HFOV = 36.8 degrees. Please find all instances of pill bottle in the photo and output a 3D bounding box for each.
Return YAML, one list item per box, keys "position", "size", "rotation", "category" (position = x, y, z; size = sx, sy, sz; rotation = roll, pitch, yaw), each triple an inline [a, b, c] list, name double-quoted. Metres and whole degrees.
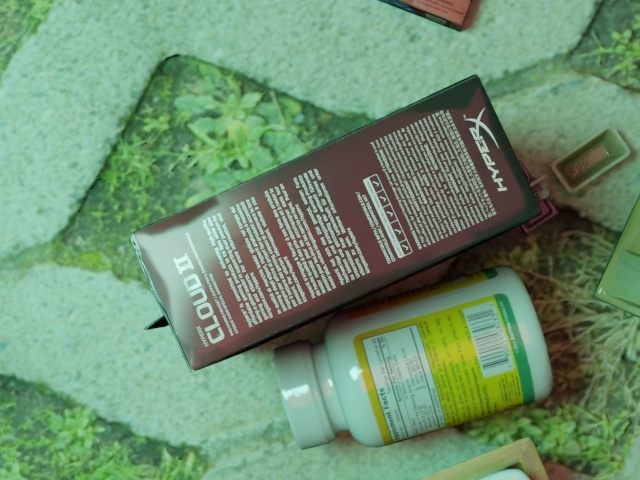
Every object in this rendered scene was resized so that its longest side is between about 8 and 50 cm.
- position: [0.072, 0.102, 0.788]
  size: [0.208, 0.117, 0.118]
  rotation: [-17, 86, 1]
  category: "pill bottle"

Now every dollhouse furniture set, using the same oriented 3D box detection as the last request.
- position: [0.200, -0.074, 0.808]
  size: [0.114, 0.081, 0.091]
  rotation: [-34, 86, 1]
  category: "dollhouse furniture set"

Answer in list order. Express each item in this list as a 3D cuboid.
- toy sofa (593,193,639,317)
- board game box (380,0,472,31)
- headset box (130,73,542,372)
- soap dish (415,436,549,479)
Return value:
- position: [0.320, 0.002, 0.660]
  size: [0.177, 0.362, 0.150]
  rotation: [24, 88, 11]
  category: "toy sofa"
- position: [0.021, -0.305, 0.857]
  size: [0.281, 0.027, 0.145]
  rotation: [22, 87, 4]
  category: "board game box"
- position: [0.000, 0.000, 0.747]
  size: [0.293, 0.218, 0.110]
  rotation: [-24, 86, 1]
  category: "headset box"
- position: [0.075, 0.314, 0.778]
  size: [0.291, 0.118, 0.229]
  rotation: [-22, 86, 1]
  category: "soap dish"
